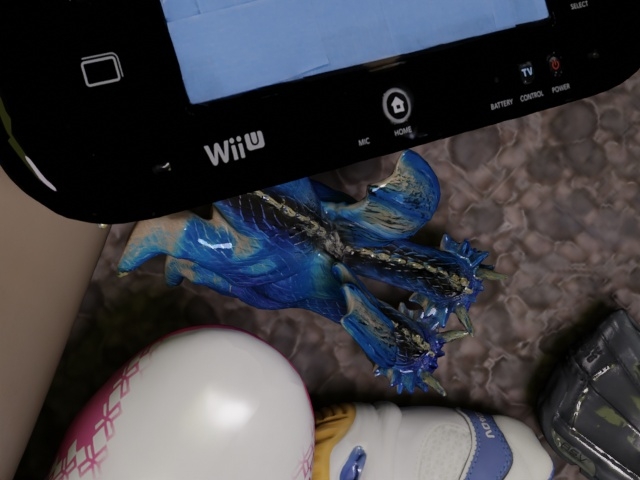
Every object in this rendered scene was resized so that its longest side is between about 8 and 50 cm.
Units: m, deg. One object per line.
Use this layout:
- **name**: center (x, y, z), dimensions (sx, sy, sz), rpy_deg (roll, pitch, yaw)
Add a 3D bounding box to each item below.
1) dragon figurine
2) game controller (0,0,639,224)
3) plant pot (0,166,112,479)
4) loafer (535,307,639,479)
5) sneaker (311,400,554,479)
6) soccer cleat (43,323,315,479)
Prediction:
- **dragon figurine**: center (0.000, 0.000, 0.809), dimensions (0.144, 0.289, 0.085), rpy_deg (17, 81, 10)
- **game controller**: center (0.001, -0.111, 0.724), dimensions (0.319, 0.067, 0.166), rpy_deg (-17, 82, -36)
- **plant pot**: center (-0.207, -0.027, 0.774), dimensions (0.323, 0.323, 0.280), rpy_deg (37, 80, -10)
- **loafer**: center (0.207, 0.115, 0.925), dimensions (0.223, 0.076, 0.078), rpy_deg (34, 105, -6)
- **sneaker**: center (0.054, 0.223, 0.921), dimensions (0.131, 0.112, 0.296), rpy_deg (-1, 104, -6)
- **soccer cleat**: center (-0.101, 0.189, 0.847), dimensions (0.116, 0.143, 0.331), rpy_deg (28, 116, -10)
